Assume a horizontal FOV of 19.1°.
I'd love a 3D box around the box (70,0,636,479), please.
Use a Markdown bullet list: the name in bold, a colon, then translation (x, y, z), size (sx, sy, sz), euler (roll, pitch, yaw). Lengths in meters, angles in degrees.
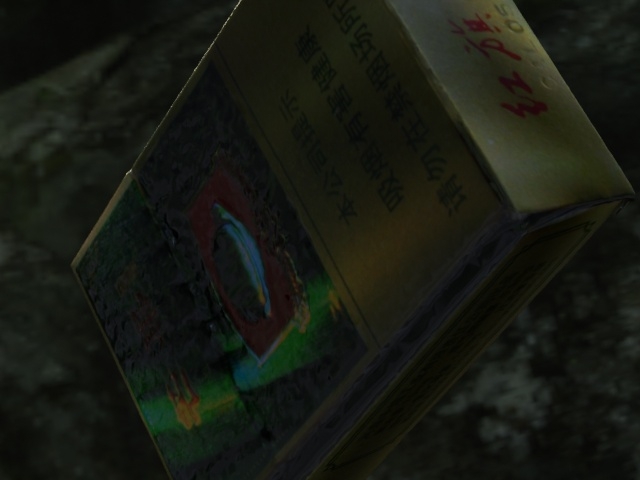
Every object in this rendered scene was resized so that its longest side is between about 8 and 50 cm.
- **box**: translation (0.000, 0.000, 0.742), size (0.159, 0.071, 0.240), euler (59, -45, 24)
